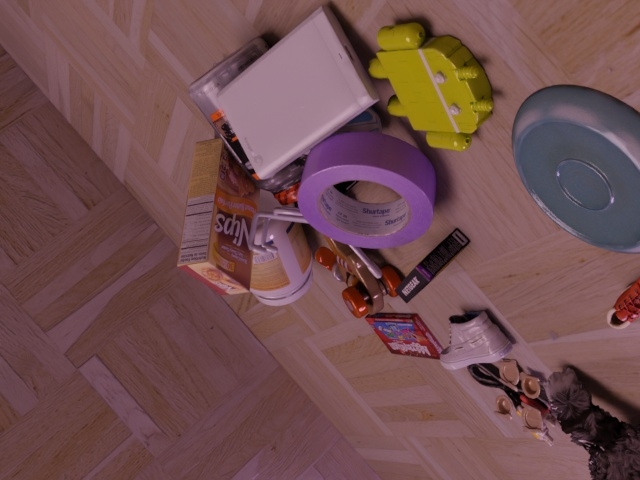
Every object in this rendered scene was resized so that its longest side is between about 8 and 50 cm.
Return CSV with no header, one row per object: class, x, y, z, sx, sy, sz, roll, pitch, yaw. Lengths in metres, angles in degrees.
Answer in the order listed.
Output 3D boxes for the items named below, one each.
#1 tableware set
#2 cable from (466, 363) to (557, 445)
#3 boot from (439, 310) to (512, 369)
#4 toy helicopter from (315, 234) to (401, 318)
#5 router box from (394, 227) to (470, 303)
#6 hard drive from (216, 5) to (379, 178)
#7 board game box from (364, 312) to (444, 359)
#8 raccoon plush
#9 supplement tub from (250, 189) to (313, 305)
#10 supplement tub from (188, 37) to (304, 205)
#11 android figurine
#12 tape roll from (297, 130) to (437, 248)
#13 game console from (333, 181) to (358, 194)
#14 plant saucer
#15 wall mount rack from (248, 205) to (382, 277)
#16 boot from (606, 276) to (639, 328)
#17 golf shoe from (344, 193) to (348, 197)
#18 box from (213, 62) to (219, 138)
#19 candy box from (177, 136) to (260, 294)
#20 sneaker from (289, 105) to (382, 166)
tableware set,0.465,0.365,1.904,0.141,0.020,0.169,15,110,55
cable,0.458,0.370,1.960,0.287,0.072,0.140,35,150,33
boot,0.344,0.229,1.937,0.123,0.095,0.258,56,151,-2
toy helicopter,0.060,0.036,2.144,0.355,0.140,0.235,60,168,0
router box,0.239,0.058,1.758,0.046,0.133,0.179,46,160,8
hard drive,-0.052,-0.280,1.583,0.307,0.040,0.203,-31,84,34
board game box,0.234,0.267,2.290,0.145,0.027,0.281,52,159,-12
raccoon plush,0.667,0.478,1.693,0.299,0.216,0.447,52,-167,-50
supplement tub,-0.150,0.018,2.332,0.228,0.228,0.316,32,153,37
supplement tub,-0.119,-0.259,1.813,0.338,0.207,0.207,54,159,-15
android figurine,0.192,-0.264,1.401,0.272,0.056,0.248,19,145,56
tape roll,0.095,-0.096,1.642,0.274,0.090,0.275,9,147,6
game console,0.040,-0.163,1.782,0.071,0.122,0.107,39,158,28
plant saucer,0.418,-0.095,1.262,0.317,0.043,0.318,40,158,20
wall mount rack,0.000,0.000,1.887,0.303,0.131,0.350,9,-179,4
boot,0.525,0.096,1.328,0.059,0.084,0.158,45,158,14
golf shoe,0.049,-0.094,1.962,0.094,0.077,0.198,39,171,14
box,-0.236,-0.262,2.068,0.322,0.058,0.233,99,168,-62
candy box,-0.226,-0.054,1.868,0.087,0.317,0.183,-9,152,25
sneaker,0.018,-0.211,1.673,0.085,0.237,0.086,21,-123,-59
